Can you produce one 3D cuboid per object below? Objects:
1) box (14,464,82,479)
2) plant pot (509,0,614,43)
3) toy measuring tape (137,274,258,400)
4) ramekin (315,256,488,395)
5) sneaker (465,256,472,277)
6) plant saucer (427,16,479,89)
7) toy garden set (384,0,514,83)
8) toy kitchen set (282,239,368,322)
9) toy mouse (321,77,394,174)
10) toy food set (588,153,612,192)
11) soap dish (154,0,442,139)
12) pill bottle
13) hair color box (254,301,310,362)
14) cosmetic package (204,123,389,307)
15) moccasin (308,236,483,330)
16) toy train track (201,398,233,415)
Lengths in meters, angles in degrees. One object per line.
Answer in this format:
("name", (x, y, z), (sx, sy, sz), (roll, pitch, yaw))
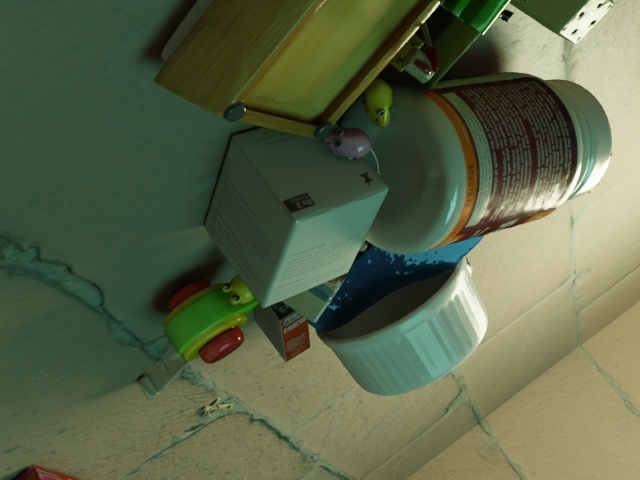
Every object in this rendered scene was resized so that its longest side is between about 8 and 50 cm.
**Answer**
("box", (-0.442, 0.476, 1.741), (0.128, 0.122, 0.257), (-38, 156, -1))
("plant pot", (0.328, -0.329, 1.408), (0.109, 0.096, 0.109), (-47, 153, 20))
("toy measuring tape", (-0.203, 0.152, 1.527), (0.121, 0.121, 0.330), (-6, 150, -49))
("ramekin", (0.143, 0.133, 1.740), (0.277, 0.135, 0.277), (-29, -162, 10))
("sneaker", (0.234, 0.024, 1.904), (0.153, 0.094, 0.235), (-17, 148, -41))
("plant saucer", (0.203, -0.288, 1.287), (0.241, 0.037, 0.241), (-49, -179, 1))
("toy garden set", (0.150, -0.250, 1.141), (0.049, 0.244, 0.204), (34, 104, -20))
("toy kitchen set", (0.000, 0.000, 1.504), (0.166, 0.122, 0.207), (-57, 178, 10))
("toy mouse", (0.029, -0.156, 1.285), (0.143, 0.161, 0.031), (-10, 179, -21))
("toy food set", (0.565, -0.126, 2.178), (0.078, 0.019, 0.122), (-27, 153, -23))
("soap dish", (-0.005, -0.237, 1.094), (0.291, 0.118, 0.229), (-47, 154, 22))
("pill bottle", (0.227, -0.121, 1.482), (0.392, 0.224, 0.224), (-13, 146, -41))
("hair color box", (-0.064, 0.116, 1.661), (0.053, 0.093, 0.167), (-32, 156, -14))
("cosmetic package", (-0.036, -0.041, 1.351), (0.151, 0.151, 0.183), (-21, 151, -34))
("moccasin", (0.103, 0.010, 1.677), (0.342, 0.117, 0.138), (-28, 117, 9))
("toy train track", (-0.188, 0.311, 1.928), (0.048, 0.014, 0.083), (-47, 155, 20))
